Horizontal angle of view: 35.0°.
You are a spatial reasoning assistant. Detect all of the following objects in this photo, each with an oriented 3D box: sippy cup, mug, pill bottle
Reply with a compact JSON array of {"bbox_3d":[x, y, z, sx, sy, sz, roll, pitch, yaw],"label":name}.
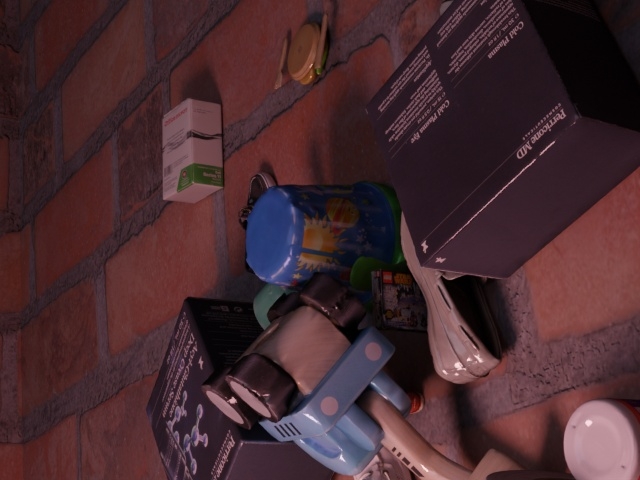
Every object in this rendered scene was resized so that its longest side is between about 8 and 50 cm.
[{"bbox_3d":[0.000,0.000,1.764,0.305,0.224,0.240,-25,64,51],"label":"sippy cup"},{"bbox_3d":[-0.034,0.121,1.893,0.097,0.158,0.129,-48,23,36],"label":"mug"},{"bbox_3d":[0.386,0.240,1.181,0.108,0.193,0.108,-17,69,54],"label":"pill bottle"}]

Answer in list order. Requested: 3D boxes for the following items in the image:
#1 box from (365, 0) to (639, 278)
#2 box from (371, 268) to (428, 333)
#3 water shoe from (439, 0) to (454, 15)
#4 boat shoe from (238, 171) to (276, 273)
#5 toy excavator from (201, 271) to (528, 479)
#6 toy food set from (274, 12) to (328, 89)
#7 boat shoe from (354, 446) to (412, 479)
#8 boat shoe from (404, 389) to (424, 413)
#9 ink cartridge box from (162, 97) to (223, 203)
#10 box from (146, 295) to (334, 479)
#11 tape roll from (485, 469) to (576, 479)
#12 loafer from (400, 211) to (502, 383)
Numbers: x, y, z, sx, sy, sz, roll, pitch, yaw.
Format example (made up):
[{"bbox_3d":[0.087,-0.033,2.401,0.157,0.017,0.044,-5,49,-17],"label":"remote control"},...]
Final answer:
[{"bbox_3d":[0.261,-0.168,1.457,0.343,0.179,0.312,-47,46,41],"label":"box"},{"bbox_3d":[0.143,0.098,1.613,0.027,0.137,0.094,-20,68,53],"label":"box"},{"bbox_3d":[0.266,-0.345,1.598,0.203,0.073,0.080,18,117,61],"label":"water shoe"},{"bbox_3d":[-0.134,-0.036,2.094,0.080,0.076,0.228,-22,66,52],"label":"boat shoe"},{"bbox_3d":[0.087,0.273,1.538,0.222,0.445,0.433,-49,6,-23],"label":"toy excavator"},{"bbox_3d":[-0.026,-0.375,2.048,0.192,0.038,0.132,-10,68,60],"label":"toy food set"},{"bbox_3d":[0.095,0.416,1.655,0.098,0.096,0.277,-64,37,30],"label":"boat shoe"},{"bbox_3d":[0.116,0.282,1.699,0.137,0.043,0.049,-32,60,49],"label":"boat shoe"},{"bbox_3d":[-0.298,-0.206,2.356,0.153,0.087,0.208,-21,68,53],"label":"ink cartridge box"},{"bbox_3d":[-0.151,0.342,1.888,0.395,0.212,0.293,58,134,49],"label":"box"},{"bbox_3d":[0.312,0.383,1.219,0.246,0.246,0.169,3,86,56],"label":"tape roll"},{"bbox_3d":[0.207,0.058,1.563,0.111,0.112,0.319,-31,66,43],"label":"loafer"}]
